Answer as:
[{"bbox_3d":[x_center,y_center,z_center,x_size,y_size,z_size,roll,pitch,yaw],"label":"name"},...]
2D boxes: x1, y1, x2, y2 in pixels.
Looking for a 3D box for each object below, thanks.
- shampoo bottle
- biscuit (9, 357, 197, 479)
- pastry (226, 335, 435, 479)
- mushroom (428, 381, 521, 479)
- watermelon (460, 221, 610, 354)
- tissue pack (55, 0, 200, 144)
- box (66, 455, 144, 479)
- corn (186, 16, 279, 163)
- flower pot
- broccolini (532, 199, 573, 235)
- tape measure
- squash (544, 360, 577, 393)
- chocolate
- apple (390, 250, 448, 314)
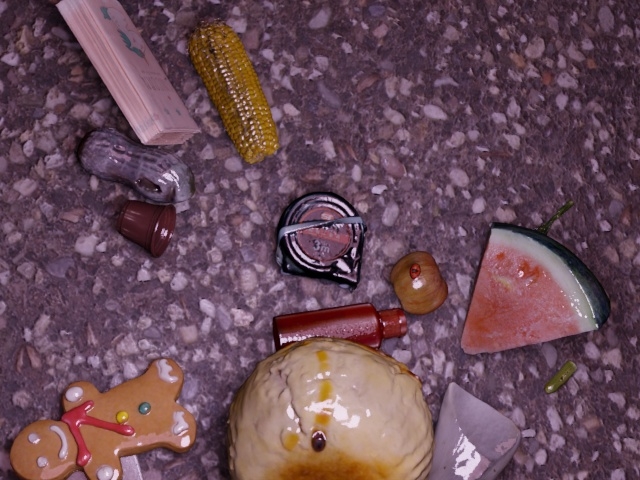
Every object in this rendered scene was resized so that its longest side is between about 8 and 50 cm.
[{"bbox_3d":[0.040,0.180,1.921,0.260,0.064,0.102,-8,79,-13],"label":"shampoo bottle"},{"bbox_3d":[-0.397,0.346,1.774,0.339,0.047,0.216,-15,61,-14],"label":"biscuit"},{"bbox_3d":[0.018,0.343,1.741,0.388,0.313,0.389,2,116,4],"label":"pastry"},{"bbox_3d":[0.215,0.484,1.859,0.177,0.126,0.397,34,74,8],"label":"mushroom"},{"bbox_3d":[0.413,0.102,1.919,0.283,0.250,0.293,38,72,2],"label":"watermelon"},{"bbox_3d":[-0.374,-0.334,1.905,0.071,0.170,0.325,-33,85,17],"label":"tissue pack"},{"bbox_3d":[-0.382,0.547,1.763,0.180,0.047,0.325,-16,81,-15],"label":"box"},{"bbox_3d":[-0.173,-0.308,1.968,0.115,0.115,0.318,-24,84,-15],"label":"corn"},{"bbox_3d":[-0.341,-0.030,1.880,0.089,0.111,0.111,17,74,8],"label":"flower pot"},{"bbox_3d":[0.499,-0.038,2.084,0.140,0.030,0.035,-38,96,-21],"label":"broccolini"},{"bbox_3d":[0.000,-0.005,1.934,0.182,0.107,0.181,15,78,-8],"label":"tape measure"},{"bbox_3d":[0.494,0.285,2.007,0.083,0.027,0.027,-43,88,-16],"label":"squash"},{"bbox_3d":[-0.357,-0.146,1.897,0.248,0.110,0.110,26,74,-5],"label":"chocolate"},{"bbox_3d":[0.197,0.086,1.949,0.102,0.126,0.126,-27,83,9],"label":"apple"}]
